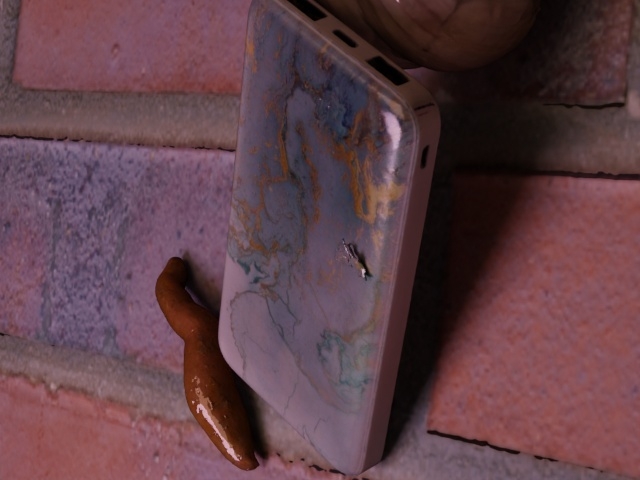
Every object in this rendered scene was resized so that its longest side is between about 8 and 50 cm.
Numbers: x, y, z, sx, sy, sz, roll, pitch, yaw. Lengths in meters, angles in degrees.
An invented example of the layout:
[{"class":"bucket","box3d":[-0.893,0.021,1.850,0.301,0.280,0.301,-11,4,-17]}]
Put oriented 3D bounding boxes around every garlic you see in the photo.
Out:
[{"class":"garlic","box3d":[0.049,-0.206,1.110,0.228,0.152,0.227,-13,72,46]}]

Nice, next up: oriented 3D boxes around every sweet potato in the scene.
[{"class":"sweet potato","box3d":[-0.077,0.077,1.331,0.044,0.044,0.179,-51,49,36]}]

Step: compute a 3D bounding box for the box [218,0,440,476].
[{"class":"box","box3d":[0.000,0.000,1.145,0.142,0.044,0.285,42,142,34]}]
